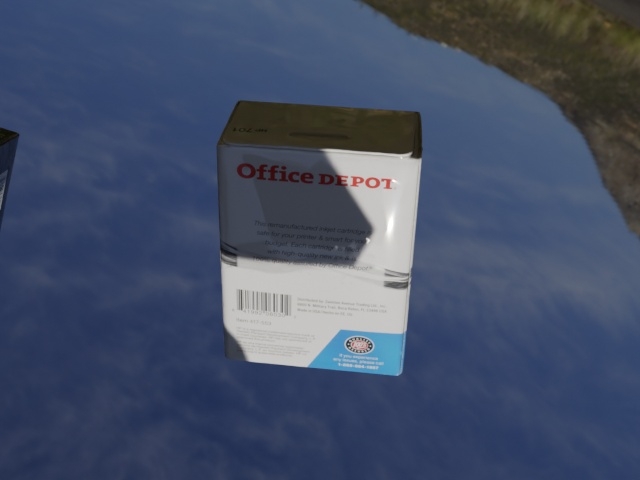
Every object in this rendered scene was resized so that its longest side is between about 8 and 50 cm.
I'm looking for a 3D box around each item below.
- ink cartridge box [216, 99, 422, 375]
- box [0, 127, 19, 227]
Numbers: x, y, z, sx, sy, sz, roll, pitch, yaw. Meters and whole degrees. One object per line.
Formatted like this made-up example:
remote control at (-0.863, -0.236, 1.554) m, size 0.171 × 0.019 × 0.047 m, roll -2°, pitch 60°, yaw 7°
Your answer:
ink cartridge box at (0.000, 0.000, 0.682) m, size 0.140 × 0.190 × 0.082 m, roll 5°, pitch -149°, yaw 5°
box at (-0.495, -0.083, 1.191) m, size 0.158 × 0.156 × 0.093 m, roll 17°, pitch -161°, yaw -3°
